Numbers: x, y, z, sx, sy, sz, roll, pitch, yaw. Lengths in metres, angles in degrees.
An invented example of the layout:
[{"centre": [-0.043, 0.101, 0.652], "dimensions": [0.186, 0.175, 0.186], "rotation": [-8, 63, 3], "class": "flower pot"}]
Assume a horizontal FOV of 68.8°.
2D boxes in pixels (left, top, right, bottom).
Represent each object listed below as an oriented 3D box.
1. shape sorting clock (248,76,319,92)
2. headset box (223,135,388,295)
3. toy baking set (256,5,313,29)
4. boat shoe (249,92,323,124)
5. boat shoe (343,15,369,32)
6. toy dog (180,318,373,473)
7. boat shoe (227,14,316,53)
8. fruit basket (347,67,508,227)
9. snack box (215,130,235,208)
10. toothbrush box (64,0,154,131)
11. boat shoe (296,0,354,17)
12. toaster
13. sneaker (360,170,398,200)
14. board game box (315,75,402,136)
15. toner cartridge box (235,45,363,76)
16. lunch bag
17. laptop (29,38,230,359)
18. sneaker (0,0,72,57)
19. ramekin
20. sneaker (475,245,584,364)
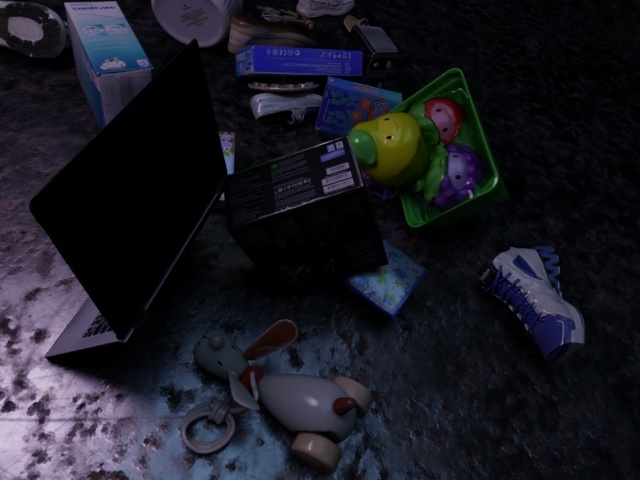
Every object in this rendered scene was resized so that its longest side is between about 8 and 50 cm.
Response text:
[{"centre": [-0.107, -0.456, 1.365], "dimensions": [0.207, 0.040, 0.206], "rotation": [-1, 20, 0], "class": "shape sorting clock"}, {"centre": [-0.016, -0.028, 0.914], "dimensions": [0.247, 0.283, 0.131], "rotation": [-17, 54, 9], "class": "headset box"}, {"centre": [-0.120, -0.772, 1.630], "dimensions": [0.197, 0.030, 0.256], "rotation": [3, 34, -20], "class": "toy baking set"}, {"centre": [-0.087, -0.369, 1.338], "dimensions": [0.228, 0.079, 0.081], "rotation": [-7, 79, -24], "class": "boat shoe"}, {"centre": [0.155, -0.790, 1.732], "dimensions": [0.068, 0.072, 0.190], "rotation": [-21, 61, -29], "class": "boat shoe"}, {"centre": [-0.063, 0.248, 0.789], "dimensions": [0.334, 0.160, 0.220], "rotation": [13, 50, -6], "class": "toy dog"}, {"centre": [-0.155, -0.634, 1.499], "dimensions": [0.341, 0.110, 0.122], "rotation": [-13, 44, -45], "class": "boat shoe"}, {"centre": [0.251, -0.228, 1.146], "dimensions": [0.392, 0.283, 0.391], "rotation": [29, 47, -36], "class": "fruit basket"}, {"centre": [-0.304, -0.167, 1.073], "dimensions": [0.207, 0.070, 0.174], "rotation": [3, 75, -12], "class": "snack box"}, {"centre": [-0.511, -0.407, 1.145], "dimensions": [0.126, 0.216, 0.295], "rotation": [-19, 59, -28], "class": "toothbrush box"}, {"centre": [0.033, -0.924, 1.787], "dimensions": [0.277, 0.096, 0.098], "rotation": [-29, 65, -33], "class": "boat shoe"}, {"centre": [0.146, -0.582, 1.506], "dimensions": [0.110, 0.168, 0.185], "rotation": [-10, 57, -26], "class": "toaster"}, {"centre": [0.131, -0.172, 1.242], "dimensions": [0.071, 0.068, 0.170], "rotation": [-36, 70, -29], "class": "sneaker"}, {"centre": [0.104, -0.363, 1.323], "dimensions": [0.211, 0.160, 0.047], "rotation": [10, 51, -7], "class": "board game box"}, {"centre": [-0.062, -0.527, 1.397], "dimensions": [0.348, 0.075, 0.165], "rotation": [-8, 16, -25], "class": "toner cartridge box"}, {"centre": [0.138, 0.089, 1.016], "dimensions": [0.129, 0.096, 0.151], "rotation": [35, 42, 12], "class": "lunch bag"}, {"centre": [-0.327, -0.048, 0.757], "dimensions": [0.236, 0.408, 0.381], "rotation": [49, 42, -29], "class": "laptop"}, {"centre": [-0.846, -0.593, 1.280], "dimensions": [0.411, 0.157, 0.182], "rotation": [21, 19, 3], "class": "sneaker"}, {"centre": [-0.376, -0.706, 1.398], "dimensions": [0.273, 0.272, 0.127], "rotation": [13, 62, -6], "class": "ramekin"}, {"centre": [0.457, 0.126, 1.074], "dimensions": [0.183, 0.127, 0.315], "rotation": [10, 44, -3], "class": "sneaker"}]
